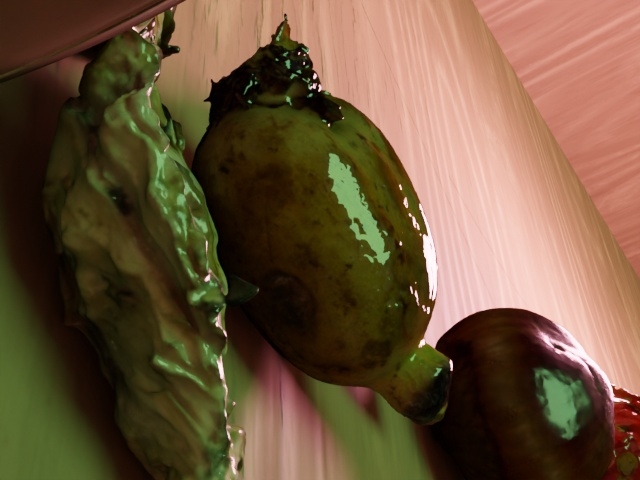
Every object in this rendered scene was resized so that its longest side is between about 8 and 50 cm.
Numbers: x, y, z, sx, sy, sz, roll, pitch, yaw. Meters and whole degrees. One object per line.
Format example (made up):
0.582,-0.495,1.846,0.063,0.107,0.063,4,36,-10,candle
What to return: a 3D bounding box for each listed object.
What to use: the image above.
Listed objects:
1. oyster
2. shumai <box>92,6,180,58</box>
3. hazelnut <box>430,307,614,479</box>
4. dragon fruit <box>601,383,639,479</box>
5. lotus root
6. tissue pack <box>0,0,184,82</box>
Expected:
-0.100,-0.011,0.681,0.201,0.107,0.355,93,-13,-59,oyster
-0.119,-0.211,0.828,0.205,0.166,0.176,3,71,-34,shumai
0.189,0.155,1.136,0.178,0.178,0.204,46,14,-42,hazelnut
0.316,0.284,1.267,0.268,0.210,0.205,50,-6,-25,dragon fruit
0.000,0.000,0.869,0.169,0.141,0.314,-27,90,-59,lotus root
-0.178,-0.269,0.551,0.387,0.267,0.277,66,9,6,tissue pack
